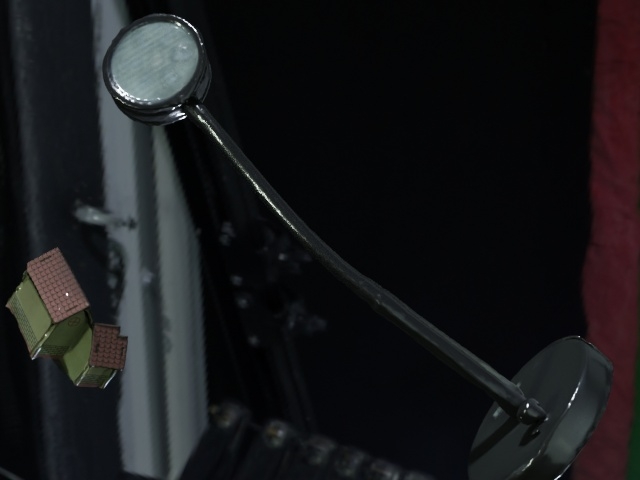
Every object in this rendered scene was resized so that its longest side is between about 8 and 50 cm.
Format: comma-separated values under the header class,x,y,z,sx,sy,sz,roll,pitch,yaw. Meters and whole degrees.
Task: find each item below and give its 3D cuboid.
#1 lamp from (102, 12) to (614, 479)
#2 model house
class,x,y,z,sx,sy,sz,roll,pitch,yaw
lamp,0.006,0.012,0.697,0.130,0.371,0.108,-53,-15,-9
model house,-0.171,0.054,0.776,0.057,0.083,0.058,14,-59,-48
